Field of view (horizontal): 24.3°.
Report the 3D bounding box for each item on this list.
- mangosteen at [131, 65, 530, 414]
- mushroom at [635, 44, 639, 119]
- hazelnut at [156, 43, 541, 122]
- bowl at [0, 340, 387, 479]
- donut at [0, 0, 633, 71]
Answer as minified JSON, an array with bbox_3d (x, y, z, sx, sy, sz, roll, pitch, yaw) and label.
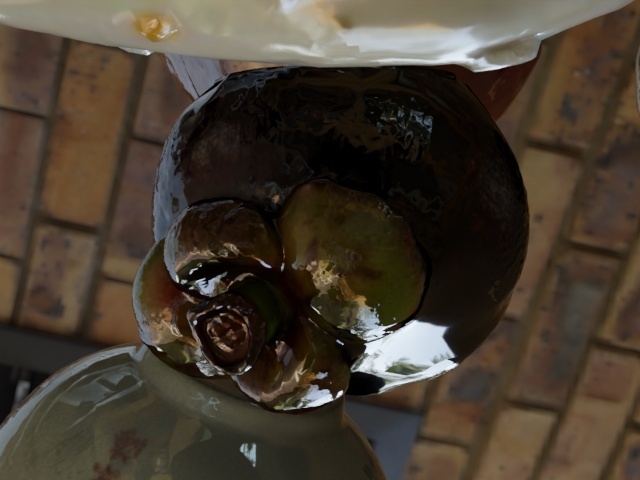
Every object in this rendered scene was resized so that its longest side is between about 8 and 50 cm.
[{"bbox_3d":[0.001,-0.005,1.007,0.287,0.288,0.233,-152,-114,-82],"label":"mangosteen"},{"bbox_3d":[0.329,-0.130,1.213,0.166,0.127,0.166,18,-63,41],"label":"mushroom"},{"bbox_3d":[0.019,-0.242,1.304,0.359,0.359,0.409,123,-33,-69],"label":"hazelnut"},{"bbox_3d":[-0.095,0.193,1.312,0.435,0.435,0.196,-103,-149,-73],"label":"bowl"},{"bbox_3d":[-0.004,-0.224,0.427,0.142,0.383,0.382,84,13,-61],"label":"donut"}]
